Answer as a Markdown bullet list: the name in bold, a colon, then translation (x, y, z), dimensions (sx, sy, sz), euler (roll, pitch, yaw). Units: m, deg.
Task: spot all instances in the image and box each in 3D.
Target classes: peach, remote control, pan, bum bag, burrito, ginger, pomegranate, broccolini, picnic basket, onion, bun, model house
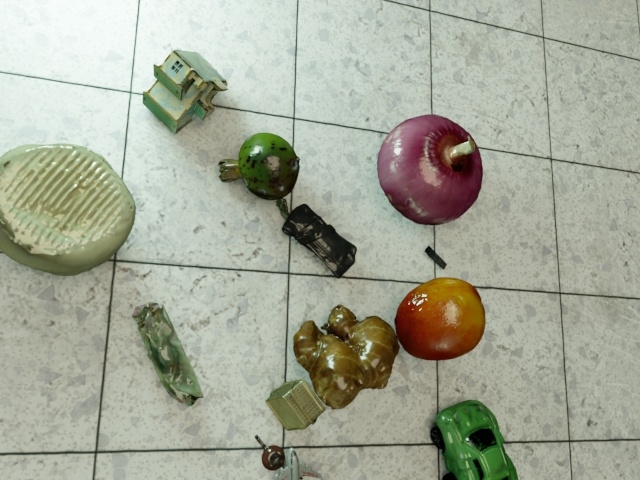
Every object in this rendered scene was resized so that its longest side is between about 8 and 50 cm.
- **peach**: translation (0.357, 0.233, 1.774), dimensions (0.280, 0.238, 0.281), euler (-5, 121, -8)
- **remote control**: translation (0.379, 0.058, 1.937), dimensions (0.091, 0.016, 0.034), euler (44, 53, -6)
- **pan**: translation (-0.145, 0.591, 1.640), dimensions (0.068, 0.023, 0.115), euler (-40, 94, -21)
- **bum bag**: translation (0.000, 0.000, 1.787), dimensions (0.248, 0.060, 0.123), euler (45, 64, -13)
- **burrito**: translation (-0.413, 0.310, 1.583), dimensions (0.096, 0.066, 0.309), euler (-27, 91, -25)
- **ginger**: translation (0.083, 0.317, 1.686), dimensions (0.357, 0.153, 0.274), euler (-22, 45, -35)
- **pomegranate**: translation (-0.179, -0.215, 1.723), dimensions (0.247, 0.202, 0.202), euler (-10, 81, 10)
- **broccolini**: translation (-0.095, -0.066, 1.797), dimensions (0.035, 0.030, 0.140), euler (-30, 96, -58)
- **picnic basket**: translation (-0.071, 0.455, 1.622), dimensions (0.079, 0.164, 0.115), euler (-36, 91, -31)
- **onion**: translation (0.372, -0.225, 1.847), dimensions (0.358, 0.344, 0.359), euler (-1, 91, -54)
- **bun**: translation (-0.673, -0.079, 1.502), dimensions (0.359, 0.211, 0.360), euler (5, 80, -29)
- **model house**: translation (-0.395, -0.415, 1.681), dimensions (0.178, 0.271, 0.206), euler (44, 104, -10)

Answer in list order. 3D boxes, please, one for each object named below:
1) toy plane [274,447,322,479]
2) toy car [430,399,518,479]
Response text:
- **toy plane**: translation (-0.075, 0.649, 1.625), dimensions (0.162, 0.065, 0.171), euler (-9, 99, -21)
- **toy car**: translation (0.483, 0.671, 1.762), dimensions (0.213, 0.176, 0.359), euler (-12, 82, -22)
